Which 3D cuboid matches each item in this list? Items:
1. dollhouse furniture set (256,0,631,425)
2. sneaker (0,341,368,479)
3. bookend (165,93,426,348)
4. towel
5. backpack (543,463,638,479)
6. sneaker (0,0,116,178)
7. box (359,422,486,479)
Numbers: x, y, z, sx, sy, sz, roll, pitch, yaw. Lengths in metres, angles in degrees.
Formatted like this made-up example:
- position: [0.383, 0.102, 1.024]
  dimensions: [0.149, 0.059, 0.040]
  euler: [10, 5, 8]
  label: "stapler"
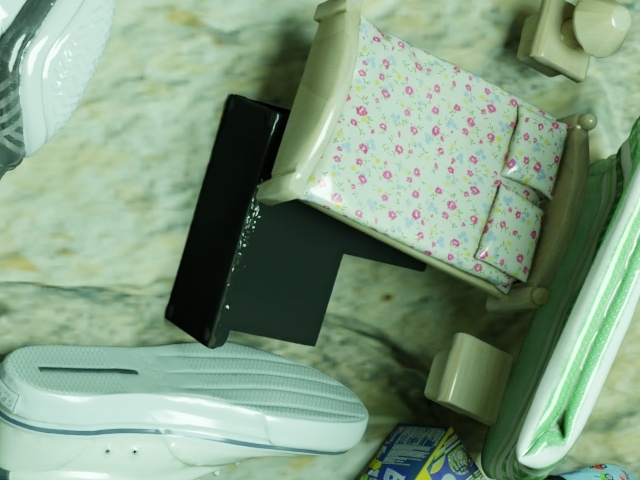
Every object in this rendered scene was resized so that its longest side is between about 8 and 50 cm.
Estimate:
- position: [0.066, -0.109, 1.144]
  dimensions: [0.303, 0.174, 0.355]
  euler: [25, 71, -27]
  label: "dollhouse furniture set"
- position: [-0.095, 0.123, 1.246]
  dimensions: [0.258, 0.094, 0.091]
  euler: [7, 118, -24]
  label: "sneaker"
- position: [0.000, 0.000, 1.262]
  dimensions: [0.157, 0.072, 0.156]
  euler: [12, 98, -30]
  label: "bookend"
- position: [0.164, 0.038, 1.221]
  dimensions: [0.038, 0.325, 0.248]
  euler: [22, 85, 2]
  label: "towel"
- position: [0.190, 0.248, 1.399]
  dimensions: [0.173, 0.117, 0.158]
  euler: [-8, 107, -28]
  label: "backpack"
- position: [-0.283, -0.049, 1.073]
  dimensions: [0.210, 0.137, 0.366]
  euler: [33, 82, -29]
  label: "sneaker"
- position: [0.044, 0.206, 1.313]
  dimensions: [0.169, 0.054, 0.059]
  euler: [-51, 122, -33]
  label: "box"
